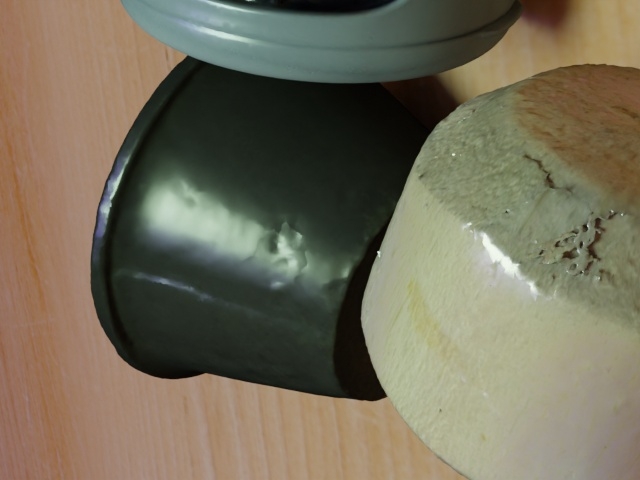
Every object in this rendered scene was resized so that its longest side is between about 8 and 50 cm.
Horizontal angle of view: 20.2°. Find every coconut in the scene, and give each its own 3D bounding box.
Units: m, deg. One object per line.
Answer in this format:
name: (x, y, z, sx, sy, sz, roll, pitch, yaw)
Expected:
coconut: (0.131, 0.036, 0.910, 0.224, 0.224, 0.234, 48, 139, 46)

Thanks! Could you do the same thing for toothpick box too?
toothpick box: (0.014, -0.293, 0.996, 0.263, 0.263, 0.354, 43, 136, 50)

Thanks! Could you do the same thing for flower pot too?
flower pot: (0.000, 0.000, 1.153, 0.166, 0.269, 0.269, 29, 129, 29)
